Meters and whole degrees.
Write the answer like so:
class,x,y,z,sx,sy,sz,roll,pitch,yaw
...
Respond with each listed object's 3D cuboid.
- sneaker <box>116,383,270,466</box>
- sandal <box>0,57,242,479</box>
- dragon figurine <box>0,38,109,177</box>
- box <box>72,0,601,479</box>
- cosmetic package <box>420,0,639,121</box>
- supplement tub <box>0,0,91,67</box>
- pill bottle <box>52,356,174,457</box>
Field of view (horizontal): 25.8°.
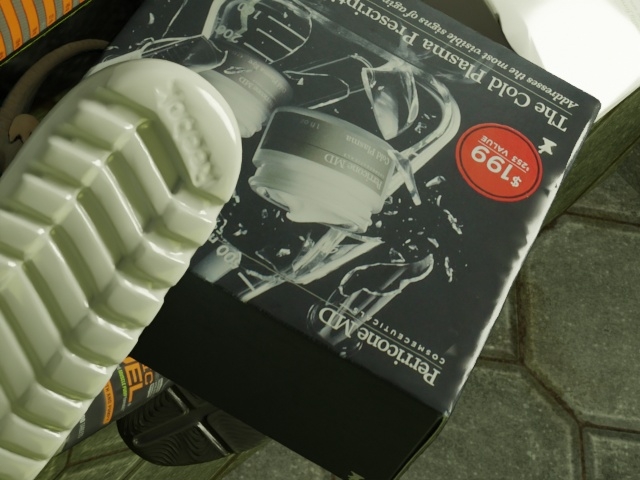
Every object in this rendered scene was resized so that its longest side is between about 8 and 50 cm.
class,x,y,z,sx,sy,sz,roll,pitch,yaw
sneaker,-0.063,0.109,1.806,0.447,0.169,0.257,-36,-167,4
sandal,-0.212,0.056,0.876,0.416,0.169,0.102,-43,-153,-4
dragon figurine,-0.259,-0.041,1.040,0.289,0.085,0.144,-58,177,-34
box,-0.013,-0.036,1.069,0.312,0.343,0.179,-60,177,-31
cosmetic package,0.120,-0.164,1.299,0.155,0.197,0.365,-35,-172,-30
supplement tub,-0.204,-0.161,0.617,0.338,0.207,0.207,-39,166,-16
pill bottle,-0.240,0.133,1.557,0.245,0.130,0.130,-30,161,-45
